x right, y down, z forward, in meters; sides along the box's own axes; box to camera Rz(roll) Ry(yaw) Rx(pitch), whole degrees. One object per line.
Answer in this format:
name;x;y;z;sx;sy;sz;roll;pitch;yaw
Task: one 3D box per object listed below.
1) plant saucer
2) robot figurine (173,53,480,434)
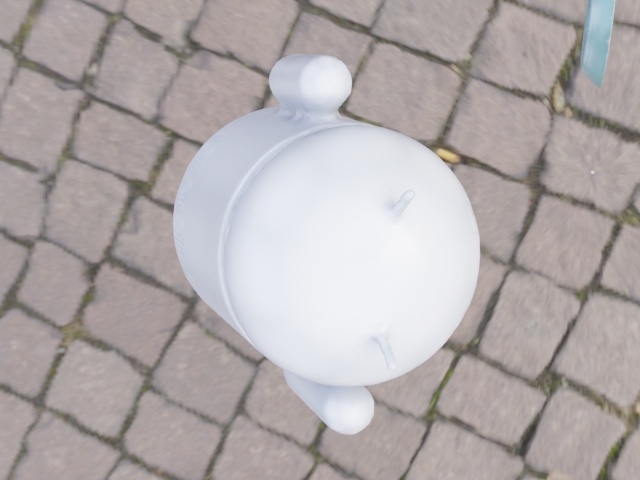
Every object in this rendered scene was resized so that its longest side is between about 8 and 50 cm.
plant saucer;0.252;-0.198;1.252;0.021;0.119;0.119;7;94;8
robot figurine;0.000;0.000;1.109;0.199;0.353;0.300;-11;103;-17
